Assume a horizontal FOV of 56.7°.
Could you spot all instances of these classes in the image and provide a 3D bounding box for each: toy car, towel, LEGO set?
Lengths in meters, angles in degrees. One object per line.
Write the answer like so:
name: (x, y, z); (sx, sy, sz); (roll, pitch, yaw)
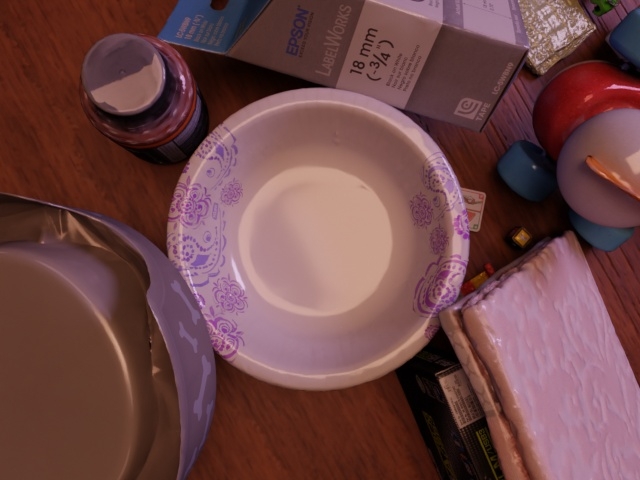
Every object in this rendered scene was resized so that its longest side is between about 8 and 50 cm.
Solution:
toy car: (0.312, -0.070, 0.590); (0.210, 0.238, 0.219); (34, 125, -4)
towel: (0.253, 0.167, 0.595); (0.332, 0.053, 0.317); (-18, 85, -52)
LEGO set: (0.127, 0.016, 0.691); (0.244, 0.060, 0.182); (12, 87, -7)
towel: (0.268, -0.291, 0.749); (0.110, 0.027, 0.148); (-38, 92, -8)

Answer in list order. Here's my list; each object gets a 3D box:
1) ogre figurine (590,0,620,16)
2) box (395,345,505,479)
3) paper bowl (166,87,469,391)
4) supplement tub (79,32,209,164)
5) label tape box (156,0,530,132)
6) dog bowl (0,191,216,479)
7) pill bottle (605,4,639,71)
ogre figurine: (0.333, -0.389, 0.737); (0.118, 0.097, 0.197); (15, 99, -24)
box: (0.142, 0.204, 0.611); (0.045, 0.184, 0.190); (-23, 89, -11)
paper bowl: (0.000, 0.000, 0.612); (0.284, 0.148, 0.284); (0, 87, 5)
supplement tub: (-0.171, -0.138, 0.588); (0.106, 0.198, 0.106); (0, 89, -4)
label tape box: (0.029, -0.264, 0.619); (0.334, 0.106, 0.240); (14, 47, -7)
dog bowl: (-0.253, 0.125, 0.544); (0.349, 0.102, 0.348); (2, 97, 18)
pill bottle: (0.475, -0.179, 0.704); (0.152, 0.152, 0.272); (-43, 91, -9)
